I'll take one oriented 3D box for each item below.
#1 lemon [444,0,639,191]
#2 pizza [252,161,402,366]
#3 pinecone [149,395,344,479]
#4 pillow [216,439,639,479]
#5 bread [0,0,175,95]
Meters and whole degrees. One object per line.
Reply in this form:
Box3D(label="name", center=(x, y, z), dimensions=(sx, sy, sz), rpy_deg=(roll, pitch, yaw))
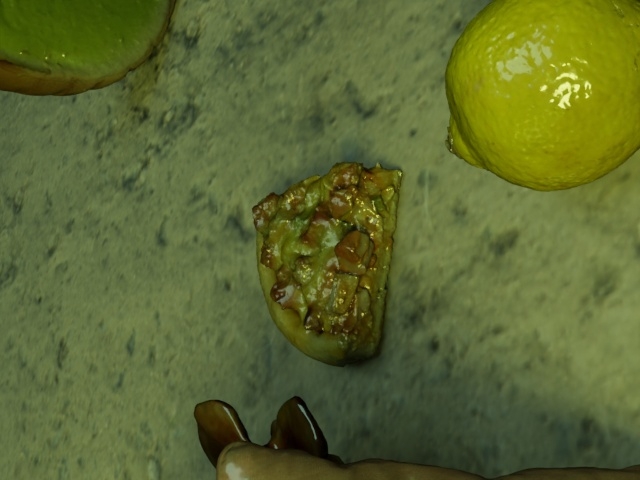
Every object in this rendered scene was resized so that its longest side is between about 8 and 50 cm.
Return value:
Box3D(label="lemon", center=(0.120, -0.080, 0.648), dimensions=(0.133, 0.109, 0.109), rpy_deg=(-35, 47, 22))
Box3D(label="pizza", center=(-0.001, 0.000, 0.834), dimensions=(0.134, 0.046, 0.175), rpy_deg=(-63, 35, 13))
Box3D(label="pinecone", center=(-0.037, 0.205, 0.661), dimensions=(0.201, 0.202, 0.229), rpy_deg=(-44, 30, -16))
Box3D(label="pillow", center=(0.067, 0.198, 0.523), dimensions=(0.084, 0.223, 0.236), rpy_deg=(108, 160, -67))
Box3D(label="bread", center=(-0.236, -0.237, 1.113), dimensions=(0.070, 0.236, 0.236), rpy_deg=(5, 79, 55))
